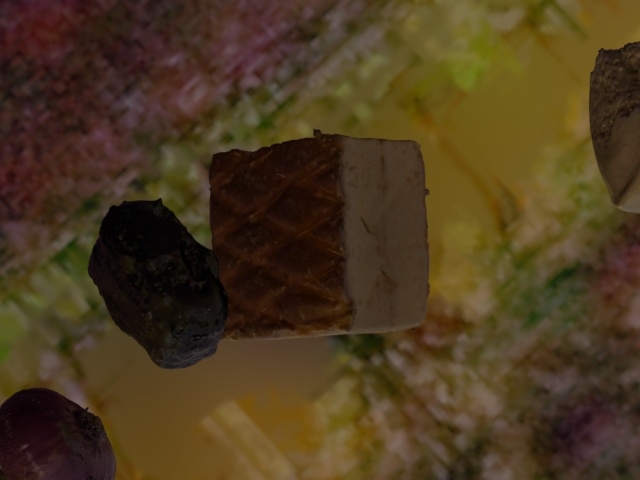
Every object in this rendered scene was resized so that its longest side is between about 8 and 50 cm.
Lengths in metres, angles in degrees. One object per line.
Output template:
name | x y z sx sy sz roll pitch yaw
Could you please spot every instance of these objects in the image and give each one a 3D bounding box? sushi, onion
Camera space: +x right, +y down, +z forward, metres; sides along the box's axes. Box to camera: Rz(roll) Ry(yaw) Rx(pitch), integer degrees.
sushi | -0.210 0.053 2.028 0.124 0.225 0.127 -19 152 -36
onion | -0.214 0.170 1.216 0.104 0.115 0.115 -30 -179 13

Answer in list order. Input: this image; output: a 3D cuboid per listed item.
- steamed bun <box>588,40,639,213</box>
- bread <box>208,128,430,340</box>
steamed bun | 0.425 -0.130 1.710 0.225 0.200 0.170 1 157 -8
bread | 0.000 0.000 2.215 0.279 0.279 0.207 -9 173 42
